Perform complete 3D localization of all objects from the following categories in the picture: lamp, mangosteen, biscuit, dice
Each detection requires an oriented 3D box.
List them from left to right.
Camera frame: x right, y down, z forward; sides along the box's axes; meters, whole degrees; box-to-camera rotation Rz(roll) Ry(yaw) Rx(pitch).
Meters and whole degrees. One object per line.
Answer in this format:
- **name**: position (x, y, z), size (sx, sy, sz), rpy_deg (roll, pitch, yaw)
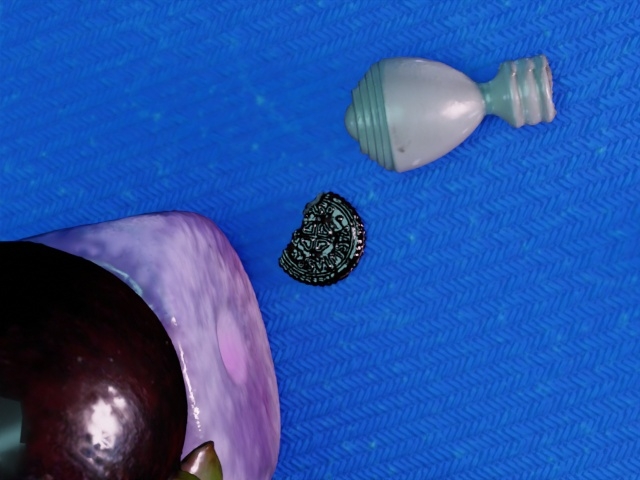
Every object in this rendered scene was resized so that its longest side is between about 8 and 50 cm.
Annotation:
- **mangosteen**: position (-0.228, 0.153, 1.386), size (0.330, 0.330, 0.330), rpy_deg (0, 90, 14)
- **dice**: position (-0.203, 0.129, 1.675), size (0.271, 0.270, 0.270), rpy_deg (-14, 87, 14)
- **biscuit**: position (0.000, 0.000, 1.749), size (0.089, 0.027, 0.087), rpy_deg (-18, 87, 14)
- **lamp**: position (0.117, -0.122, 1.686), size (0.193, 0.106, 0.106), rpy_deg (-8, 88, 5)
